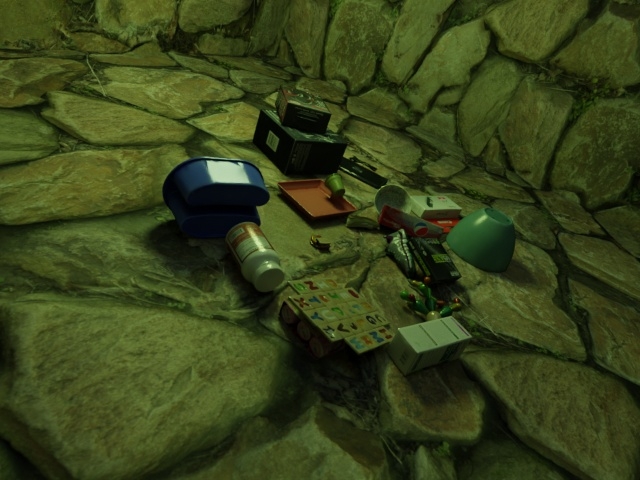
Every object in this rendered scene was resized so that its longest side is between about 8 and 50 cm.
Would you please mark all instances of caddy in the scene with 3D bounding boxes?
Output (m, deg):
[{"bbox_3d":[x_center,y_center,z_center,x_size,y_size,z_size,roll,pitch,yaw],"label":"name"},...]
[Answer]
[{"bbox_3d":[-0.332,-0.147,1.454,0.341,0.241,0.179,-2,42,-34],"label":"caddy"}]

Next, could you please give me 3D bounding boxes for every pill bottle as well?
[{"bbox_3d":[-0.195,0.050,1.339,0.121,0.121,0.216,-3,39,-34],"label":"pill bottle"}]

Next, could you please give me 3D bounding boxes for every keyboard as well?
[{"bbox_3d":[0.204,-0.371,2.329,0.317,0.033,0.201,31,38,14],"label":"keyboard"}]

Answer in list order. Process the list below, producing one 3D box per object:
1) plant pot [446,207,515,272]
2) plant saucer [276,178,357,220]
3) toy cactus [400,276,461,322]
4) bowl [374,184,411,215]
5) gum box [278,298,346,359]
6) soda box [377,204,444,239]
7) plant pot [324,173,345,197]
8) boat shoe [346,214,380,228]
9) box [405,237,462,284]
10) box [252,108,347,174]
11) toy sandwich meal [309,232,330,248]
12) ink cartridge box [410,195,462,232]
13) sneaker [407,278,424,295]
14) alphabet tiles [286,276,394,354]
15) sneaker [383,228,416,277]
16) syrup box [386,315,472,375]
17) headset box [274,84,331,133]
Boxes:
[{"bbox_3d":[0.724,-0.027,1.940,0.290,0.195,0.290,15,31,-9],"label":"plant pot"},{"bbox_3d":[-0.018,-0.167,1.858,0.258,0.048,0.259,-11,44,-42],"label":"plant saucer"},{"bbox_3d":[0.372,0.218,1.452,0.219,0.112,0.180,21,39,-16],"label":"toy cactus"},{"bbox_3d":[0.311,-0.156,1.978,0.170,0.170,0.080,19,-14,-3],"label":"bowl"},{"bbox_3d":[-0.015,0.232,1.217,0.107,0.062,0.188,-11,43,-42],"label":"gum box"},{"bbox_3d":[0.376,-0.066,1.872,0.263,0.083,0.092,21,7,0],"label":"soda box"},{"bbox_3d":[0.069,-0.227,1.893,0.083,0.083,0.079,-2,49,-33],"label":"plant pot"},{"bbox_3d":[0.175,-0.068,1.831,0.153,0.048,0.056,8,20,-32],"label":"boat shoe"},{"bbox_3d":[0.425,0.074,1.671,0.190,0.045,0.184,1,53,-45],"label":"box"},{"bbox_3d":[-0.105,-0.479,2.169,0.312,0.179,0.343,-6,40,-39],"label":"box"},{"bbox_3d":[0.000,0.000,1.623,0.085,0.029,0.085,15,31,-10],"label":"toy sandwich meal"},{"bbox_3d":[0.585,-0.131,2.153,0.275,0.060,0.239,-4,37,-35],"label":"ink cartridge box"},{"bbox_3d":[0.347,0.157,1.578,0.083,0.035,0.031,38,34,26],"label":"sneaker"},{"bbox_3d":[0.064,0.201,1.265,0.285,0.011,0.342,41,20,27],"label":"alphabet tiles"},{"bbox_3d":[0.299,0.059,1.694,0.098,0.083,0.224,-17,45,13],"label":"sneaker"},{"bbox_3d":[0.315,0.298,1.281,0.237,0.093,0.096,-3,38,-35],"label":"syrup box"},{"bbox_3d":[-0.084,-0.618,2.116,0.218,0.110,0.293,9,32,-19],"label":"headset box"}]
